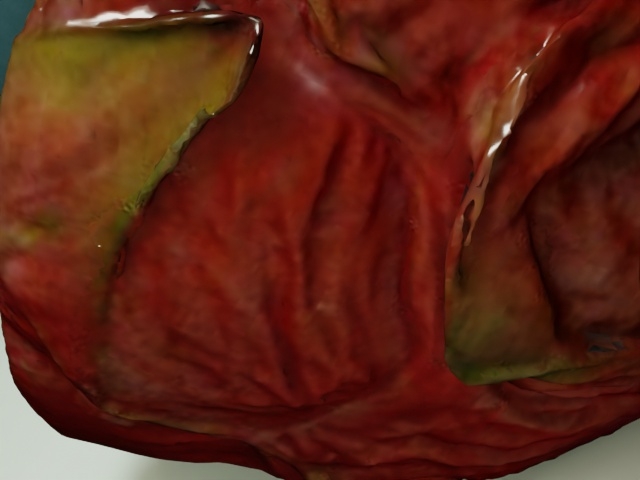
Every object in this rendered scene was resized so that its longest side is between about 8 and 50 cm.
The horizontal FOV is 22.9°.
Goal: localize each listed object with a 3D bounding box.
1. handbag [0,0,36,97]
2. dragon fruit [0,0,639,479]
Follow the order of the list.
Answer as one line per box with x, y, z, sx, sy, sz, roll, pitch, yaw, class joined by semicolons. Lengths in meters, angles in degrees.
-0.233;-0.131;0.822;0.263;0.222;0.241;9;69;36;handbag
0.053;-0.053;0.582;0.330;0.302;0.240;2;59;0;dragon fruit
